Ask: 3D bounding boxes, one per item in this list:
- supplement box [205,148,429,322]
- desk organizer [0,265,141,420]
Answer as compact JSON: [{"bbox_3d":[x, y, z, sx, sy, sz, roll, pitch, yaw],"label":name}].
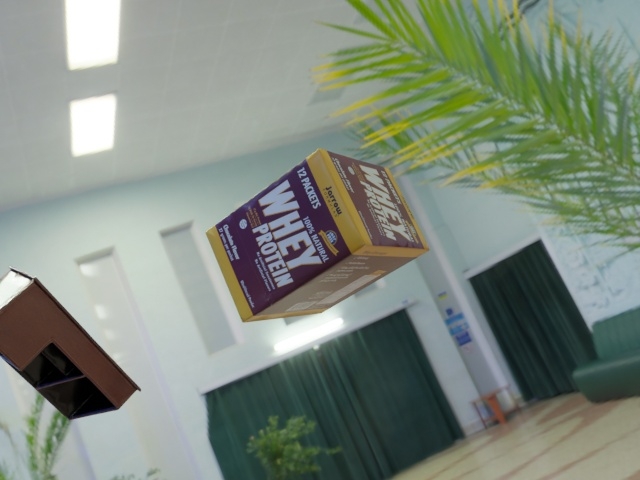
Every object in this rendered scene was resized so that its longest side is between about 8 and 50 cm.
[{"bbox_3d":[0.000,0.000,0.870,0.194,0.129,0.191,-33,-18,26],"label":"supplement box"},{"bbox_3d":[-0.198,0.084,0.502,0.047,0.130,0.050,12,52,45],"label":"desk organizer"}]
